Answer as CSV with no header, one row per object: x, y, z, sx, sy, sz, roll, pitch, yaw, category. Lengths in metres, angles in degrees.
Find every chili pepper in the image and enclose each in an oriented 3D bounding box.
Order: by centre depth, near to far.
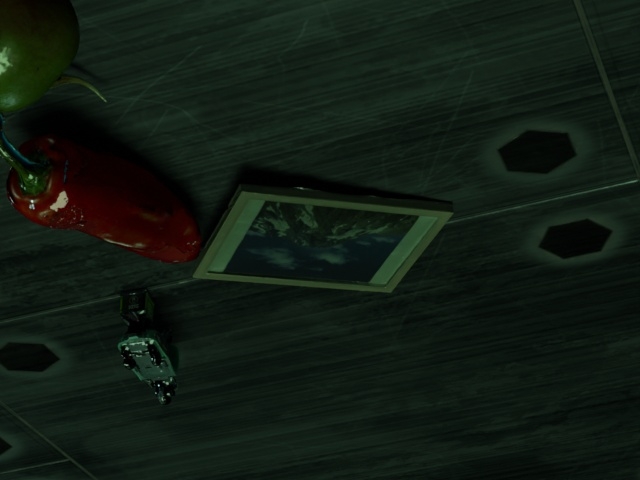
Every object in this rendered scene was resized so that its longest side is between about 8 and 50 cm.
-0.253,-0.047,1.811,0.110,0.110,0.387,-21,154,27,chili pepper

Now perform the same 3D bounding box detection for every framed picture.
0.000,0.000,1.963,0.281,0.019,0.209,4,147,-20,framed picture

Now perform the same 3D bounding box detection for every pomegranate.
-0.311,-0.204,1.525,0.180,0.180,0.209,-12,176,15,pomegranate

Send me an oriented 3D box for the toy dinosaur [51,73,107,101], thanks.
-0.306,-0.181,1.661,0.180,0.058,0.037,1,157,-30,toy dinosaur

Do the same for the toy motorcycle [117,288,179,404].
-0.227,0.148,2.132,0.058,0.100,0.173,-8,144,11,toy motorcycle
